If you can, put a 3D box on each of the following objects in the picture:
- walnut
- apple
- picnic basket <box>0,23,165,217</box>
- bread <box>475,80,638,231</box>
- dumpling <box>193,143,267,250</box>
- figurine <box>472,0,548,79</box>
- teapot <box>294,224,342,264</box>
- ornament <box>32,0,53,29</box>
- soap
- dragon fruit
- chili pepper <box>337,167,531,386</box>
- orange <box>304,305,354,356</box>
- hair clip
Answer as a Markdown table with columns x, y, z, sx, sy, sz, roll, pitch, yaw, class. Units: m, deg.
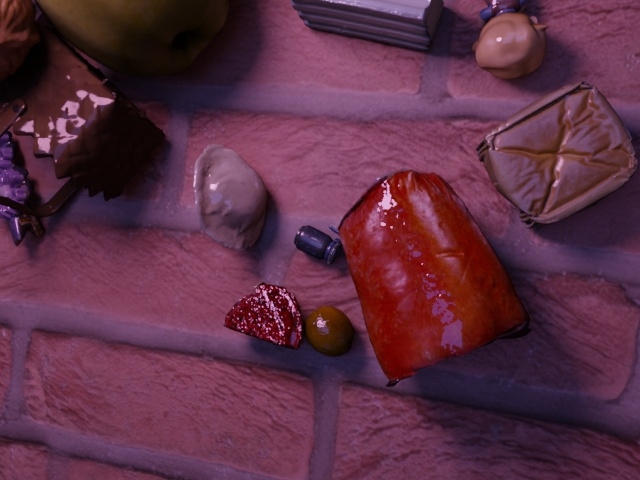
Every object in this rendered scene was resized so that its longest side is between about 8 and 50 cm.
| x | y | z | sx | sy | sz | roll | pitch | yaw | class |
| --- | --- | --- | --- | --- | --- | --- | --- | --- | --- |
| -0.567 | -0.364 | 1.133 | 0.213 | 0.213 | 0.214 | 0 | 89 | 16 | walnut |
| -0.330 | -0.472 | 1.197 | 0.356 | 0.357 | 0.358 | 0 | 89 | 16 | apple |
| -0.503 | -0.193 | 1.290 | 0.291 | 0.254 | 0.321 | 44 | 94 | 19 | picnic basket |
| 0.380 | -0.133 | 1.105 | 0.209 | 0.110 | 0.192 | -34 | 86 | 14 | bread |
| -0.176 | -0.076 | 1.246 | 0.181 | 0.155 | 0.111 | 43 | 130 | 4 | dumpling |
| 0.310 | -0.366 | 1.144 | 0.114 | 0.108 | 0.196 | -7 | 69 | 6 | figurine |
| -0.001 | 0.004 | 1.252 | 0.083 | 0.063 | 0.049 | 27 | 128 | 12 | teapot |
| -0.668 | -0.528 | 1.315 | 0.336 | 0.337 | 0.338 | 0 | 89 | 16 | ornament |
| 0.076 | -0.415 | 1.178 | 0.261 | 0.150 | 0.094 | 17 | 89 | 16 | soap |
| -0.083 | 0.138 | 1.257 | 0.162 | 0.083 | 0.107 | 12 | 79 | 29 | dragon fruit |
| 0.171 | 0.061 | 1.131 | 0.251 | 0.229 | 0.306 | -46 | 59 | 50 | chili pepper |
| 0.017 | 0.165 | 1.221 | 0.085 | 0.085 | 0.095 | -40 | 89 | 12 | orange |
| -0.653 | -0.131 | 1.427 | 0.106 | 0.084 | 0.292 | -30 | 77 | 25 | hair clip |
